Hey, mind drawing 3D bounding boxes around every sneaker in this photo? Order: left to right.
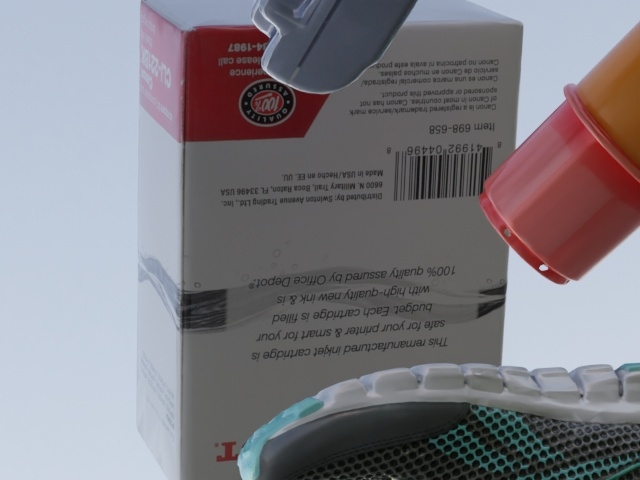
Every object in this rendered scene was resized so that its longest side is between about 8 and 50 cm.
[{"bbox_3d":[0.057,0.080,0.599,0.166,0.076,0.065,0,-22,-16],"label":"sneaker"}]

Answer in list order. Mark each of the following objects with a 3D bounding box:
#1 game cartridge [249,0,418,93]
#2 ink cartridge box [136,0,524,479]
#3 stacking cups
[{"bbox_3d":[0.069,-0.210,0.683,0.060,0.196,0.294,25,-53,-11],"label":"game cartridge"},{"bbox_3d":[0.000,0.000,1.090,0.197,0.114,0.273,-3,-73,-18],"label":"ink cartridge box"},{"bbox_3d":[0.203,-0.101,0.813,0.316,0.096,0.096,-48,-32,18],"label":"stacking cups"}]
